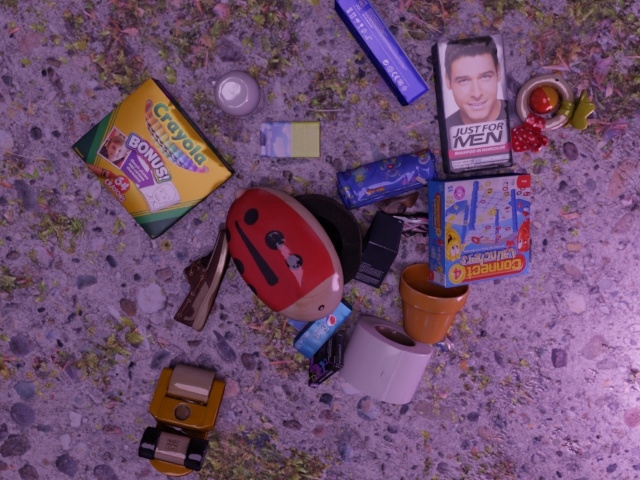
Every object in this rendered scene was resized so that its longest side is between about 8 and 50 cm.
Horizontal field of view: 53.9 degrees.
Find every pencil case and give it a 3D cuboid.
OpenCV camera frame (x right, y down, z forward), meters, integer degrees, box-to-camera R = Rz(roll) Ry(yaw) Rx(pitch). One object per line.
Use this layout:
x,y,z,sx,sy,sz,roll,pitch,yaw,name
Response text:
0.200,-0.178,1.854,0.306,0.133,0.119,-15,129,5,pencil case

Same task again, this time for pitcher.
-0.252,-0.423,1.780,0.178,0.207,0.125,22,100,-1,pitcher

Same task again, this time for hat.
0.000,0.000,1.884,0.331,0.134,0.331,9,111,25,hat

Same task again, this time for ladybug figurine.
-0.123,0.047,1.791,0.305,0.162,0.449,-37,89,33,ladybug figurine

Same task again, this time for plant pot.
0.328,0.199,1.901,0.205,0.205,0.187,8,117,0,plant pot

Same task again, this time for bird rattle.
0.653,-0.375,1.831,0.254,0.143,0.206,-22,88,19,bird rattle

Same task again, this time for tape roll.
0.194,0.357,1.900,0.246,0.246,0.169,21,102,-3,tape roll

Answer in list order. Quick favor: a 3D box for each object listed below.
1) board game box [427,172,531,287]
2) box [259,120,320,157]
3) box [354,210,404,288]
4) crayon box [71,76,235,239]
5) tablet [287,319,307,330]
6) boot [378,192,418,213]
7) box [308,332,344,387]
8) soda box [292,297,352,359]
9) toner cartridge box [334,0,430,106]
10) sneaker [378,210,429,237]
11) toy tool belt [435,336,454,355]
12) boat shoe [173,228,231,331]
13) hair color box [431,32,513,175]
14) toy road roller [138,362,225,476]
0.465,-0.036,1.835,0.308,0.086,0.301,-8,102,-23,board game box
-0.090,-0.302,1.881,0.178,0.042,0.109,0,100,2,box
0.169,0.027,1.854,0.093,0.156,0.158,22,130,-2,box
-0.491,-0.240,1.872,0.313,0.106,0.363,-39,97,8,crayon box
-0.061,0.244,2.005,0.054,0.006,0.083,40,100,-6,tablet
0.232,-0.119,1.902,0.087,0.118,0.042,16,129,32,boot
0.017,0.370,1.939,0.029,0.116,0.162,26,132,-23,box
0.006,0.269,1.977,0.071,0.067,0.210,40,100,-6,soda box
0.169,-0.541,1.767,0.075,0.165,0.347,-36,99,8,toner cartridge box
0.255,-0.046,1.910,0.178,0.072,0.077,9,112,6,sneaker
0.377,0.320,1.985,0.051,0.052,0.083,-45,96,0,toy tool belt
-0.365,0.112,1.934,0.123,0.123,0.342,21,107,-4,boat shoe
0.437,-0.388,1.814,0.185,0.113,0.374,-7,100,3,hair color box
-0.437,0.581,2.011,0.203,0.240,0.329,14,64,-1,toy road roller
